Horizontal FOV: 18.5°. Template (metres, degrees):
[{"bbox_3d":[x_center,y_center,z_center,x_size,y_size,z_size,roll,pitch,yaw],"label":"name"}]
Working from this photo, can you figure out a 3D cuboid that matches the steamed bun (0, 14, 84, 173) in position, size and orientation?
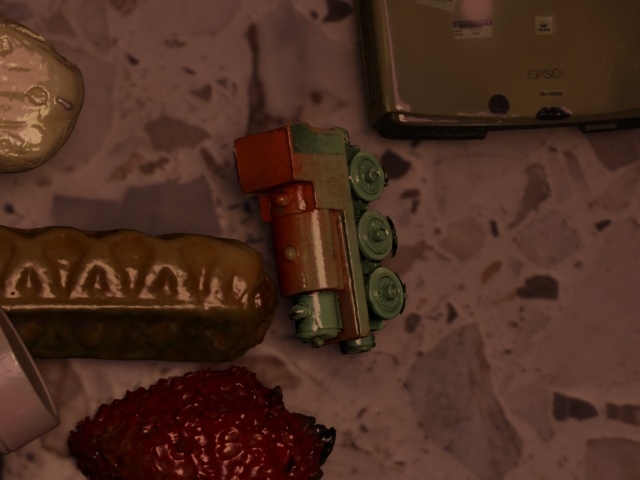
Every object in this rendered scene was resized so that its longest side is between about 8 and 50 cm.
[{"bbox_3d":[-0.245,-0.105,1.463,0.130,0.091,0.112,26,78,-6],"label":"steamed bun"}]

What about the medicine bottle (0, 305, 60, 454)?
[{"bbox_3d":[-0.333,0.152,1.352,0.296,0.111,0.161,-28,124,-6],"label":"medicine bottle"}]

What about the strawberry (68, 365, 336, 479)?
[{"bbox_3d":[-0.079,0.158,1.463,0.192,0.085,0.140,37,77,-3],"label":"strawberry"}]

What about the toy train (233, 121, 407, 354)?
[{"bbox_3d":[0.000,0.000,1.489,0.118,0.074,0.176,2,79,-49],"label":"toy train"}]

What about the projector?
[{"bbox_3d":[0.162,-0.180,1.568,0.270,0.088,0.193,-4,81,-14],"label":"projector"}]

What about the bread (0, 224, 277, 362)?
[{"bbox_3d":[-0.163,0.042,1.460,0.269,0.087,0.098,2,78,-13],"label":"bread"}]
